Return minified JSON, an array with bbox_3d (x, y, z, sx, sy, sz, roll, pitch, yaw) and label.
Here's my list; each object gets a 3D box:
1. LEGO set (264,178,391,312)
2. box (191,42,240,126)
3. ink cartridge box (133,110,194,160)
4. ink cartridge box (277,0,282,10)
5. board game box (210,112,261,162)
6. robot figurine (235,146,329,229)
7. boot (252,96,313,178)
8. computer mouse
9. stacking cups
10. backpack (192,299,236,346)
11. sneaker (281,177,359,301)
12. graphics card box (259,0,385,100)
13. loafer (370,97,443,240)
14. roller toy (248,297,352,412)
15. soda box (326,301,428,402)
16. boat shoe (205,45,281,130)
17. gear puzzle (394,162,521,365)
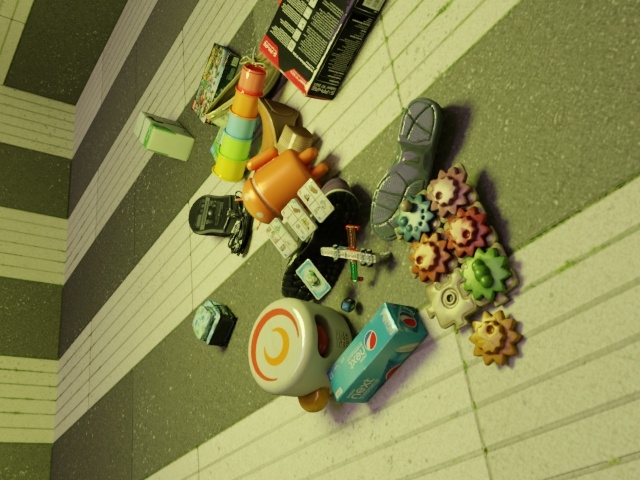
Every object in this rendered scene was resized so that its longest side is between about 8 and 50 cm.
[{"bbox_3d":[0.018,0.018,1.356,0.244,0.060,0.182,52,129,10],"label":"LEGO set"},{"bbox_3d":[-0.337,-0.499,2.179,0.159,0.044,0.233,46,118,53],"label":"box"},{"bbox_3d":[-0.541,-0.361,2.347,0.208,0.153,0.086,43,115,53],"label":"ink cartridge box"},{"bbox_3d":[-0.092,-0.707,1.874,0.145,0.045,0.179,0,77,58],"label":"ink cartridge box"},{"bbox_3d":[-0.247,-0.305,1.979,0.211,0.039,0.160,-59,37,25],"label":"board game box"},{"bbox_3d":[-0.083,-0.119,1.541,0.219,0.158,0.128,-36,43,11],"label":"robot figurine"},{"bbox_3d":[-0.120,-0.219,1.713,0.283,0.109,0.220,52,127,42],"label":"boot"},{"bbox_3d":[-0.268,-0.058,1.908,0.272,0.072,0.188,9,85,45],"label":"computer mouse"},{"bbox_3d":[-0.205,-0.313,1.828,0.096,0.096,0.316,58,135,48],"label":"stacking cups"},{"bbox_3d":[-0.292,0.215,1.827,0.114,0.084,0.105,45,115,56],"label":"backpack"},{"bbox_3d":[0.000,0.000,1.463,0.283,0.107,0.124,-62,16,21],"label":"sneaker"},{"bbox_3d":[0.019,-0.536,1.553,0.232,0.094,0.370,51,124,35],"label":"graphics card box"},{"bbox_3d":[0.172,-0.125,1.253,0.096,0.084,0.267,24,106,26],"label":"loafer"},{"bbox_3d":[-0.035,0.219,1.370,0.209,0.146,0.191,37,104,47],"label":"roller toy"},{"bbox_3d":[0.099,0.207,1.236,0.210,0.071,0.067,-55,40,32],"label":"soda box"},{"bbox_3d":[-0.200,-0.426,1.860,0.285,0.089,0.104,-54,39,7],"label":"boat shoe"},{"bbox_3d":[0.216,0.048,1.099,0.175,0.044,0.338,-39,56,34],"label":"gear puzzle"}]
